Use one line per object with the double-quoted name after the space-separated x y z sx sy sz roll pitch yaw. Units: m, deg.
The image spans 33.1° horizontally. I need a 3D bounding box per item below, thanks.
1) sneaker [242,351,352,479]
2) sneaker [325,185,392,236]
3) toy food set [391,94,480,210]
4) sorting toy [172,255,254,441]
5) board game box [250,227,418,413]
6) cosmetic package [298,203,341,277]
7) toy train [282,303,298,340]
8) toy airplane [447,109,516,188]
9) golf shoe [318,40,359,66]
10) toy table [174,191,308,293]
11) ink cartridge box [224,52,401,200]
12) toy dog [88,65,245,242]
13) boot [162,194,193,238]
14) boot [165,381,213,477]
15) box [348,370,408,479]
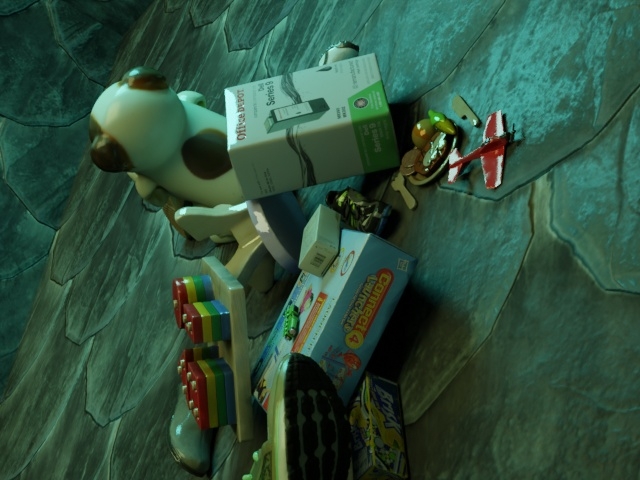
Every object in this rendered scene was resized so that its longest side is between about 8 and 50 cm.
-0.073 0.355 1.450 0.182 0.158 0.410 -5 75 33 "sneaker"
0.061 -0.050 1.843 0.067 0.078 0.188 -63 26 -1 "sneaker"
0.176 -0.151 1.773 0.192 0.038 0.132 -54 26 16 "toy food set"
-0.189 0.180 1.811 0.255 0.089 0.257 -146 52 -70 "sorting toy"
0.007 0.135 1.675 0.308 0.086 0.302 -63 12 -2 "board game box"
0.000 0.000 1.684 0.060 0.041 0.115 -57 13 30 "cosmetic package"
-0.045 0.126 1.661 0.024 0.017 0.083 -46 17 21 "toy train"
0.243 -0.134 1.645 0.151 0.028 0.151 -42 33 36 "toy airplane"
0.021 -0.323 2.212 0.198 0.077 0.094 -47 39 42 "golf shoe"
-0.130 -0.012 2.001 0.161 0.252 0.274 -35 26 17 "toy table"
-0.019 -0.203 1.918 0.289 0.121 0.211 -13 40 4 "ink cartridge box"
-0.291 -0.177 2.242 0.284 0.408 0.395 -61 25 3 "toy dog"
-0.279 -0.137 2.535 0.207 0.248 0.090 -36 50 -22 "boot"
-0.210 0.305 2.002 0.161 0.083 0.246 -45 31 20 "boot"
0.078 0.269 1.514 0.054 0.059 0.169 -50 28 34 "box"
